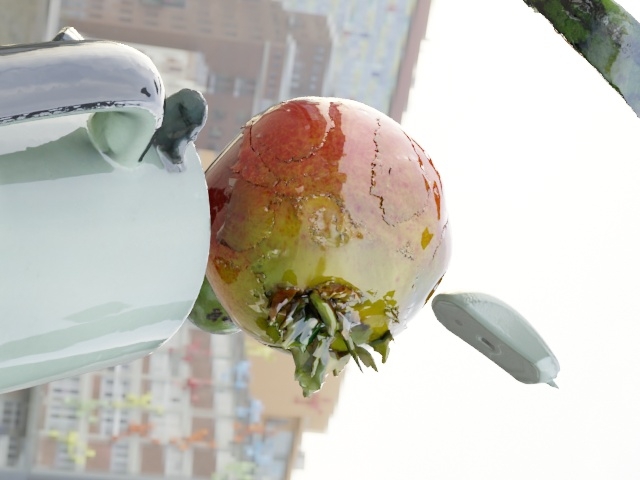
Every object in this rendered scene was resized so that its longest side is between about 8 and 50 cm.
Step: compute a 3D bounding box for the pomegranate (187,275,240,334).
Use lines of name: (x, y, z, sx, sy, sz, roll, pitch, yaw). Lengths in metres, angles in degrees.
pomegranate: (-0.079, 0.029, 1.355, 0.122, 0.162, 0.122, -19, 90, -79)

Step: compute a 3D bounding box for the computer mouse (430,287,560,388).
computer mouse: (0.216, 0.108, 1.590, 0.056, 0.182, 0.089, -50, 173, -19)

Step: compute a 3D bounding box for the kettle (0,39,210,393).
kettle: (-0.174, -0.017, 0.601, 0.240, 0.255, 0.165, -35, -106, 32)

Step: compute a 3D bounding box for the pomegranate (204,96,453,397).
pomegranate: (0.000, 0.000, 1.053, 0.210, 0.210, 0.235, 109, -12, -50)

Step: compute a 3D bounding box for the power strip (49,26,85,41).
power strip: (-0.391, -0.176, 1.840, 0.257, 0.105, 0.070, -42, -164, 10)

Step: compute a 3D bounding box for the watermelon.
watermelon: (0.291, -0.191, 1.375, 0.063, 0.245, 0.119, -47, -172, 0)
